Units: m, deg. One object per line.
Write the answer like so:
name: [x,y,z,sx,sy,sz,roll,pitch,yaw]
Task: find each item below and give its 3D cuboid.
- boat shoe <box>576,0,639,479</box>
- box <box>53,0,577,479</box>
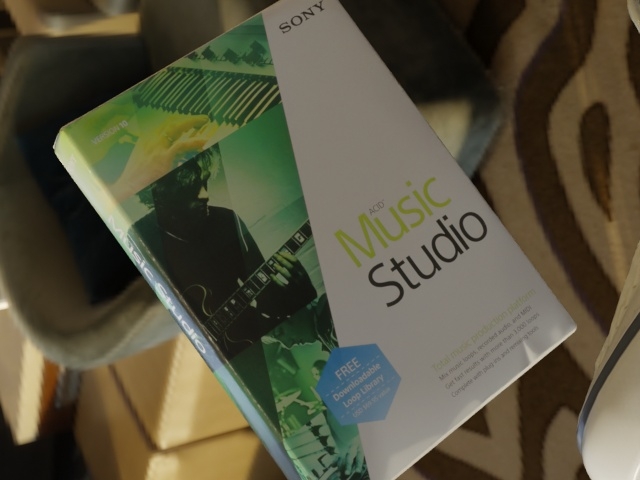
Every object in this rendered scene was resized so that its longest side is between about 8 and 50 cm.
boat shoe: [0.199,-0.064,0.531,0.156,0.136,0.367,38,98,43]
box: [0.000,0.000,0.857,0.322,0.232,0.058,53,157,3]
